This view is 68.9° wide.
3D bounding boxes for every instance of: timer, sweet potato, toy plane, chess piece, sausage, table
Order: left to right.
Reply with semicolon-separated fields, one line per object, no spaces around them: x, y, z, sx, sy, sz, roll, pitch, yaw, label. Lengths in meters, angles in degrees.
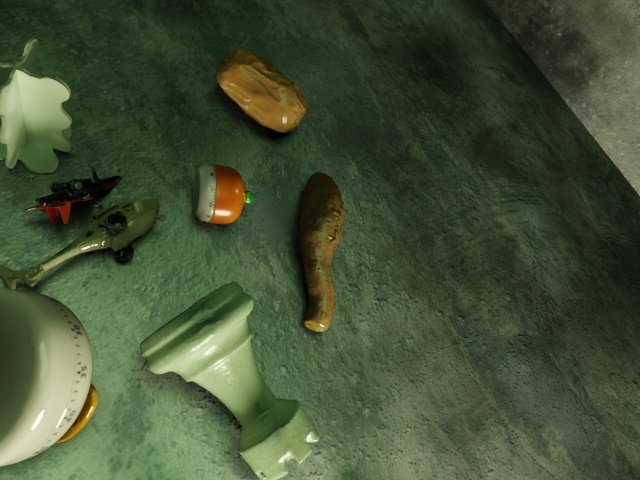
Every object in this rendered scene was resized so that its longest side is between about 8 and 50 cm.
-0.433;0.176;0.602;0.234;0.240;0.233;-3;77;15;timer
-0.525;-0.237;0.817;0.167;0.198;0.166;12;58;-20;table
-0.437;-0.095;0.858;0.189;0.130;0.061;-59;139;-51;toy plane
-0.404;-0.002;0.821;0.108;0.092;0.286;30;49;19;toy plane
-0.198;-0.096;0.967;0.136;0.099;0.136;6;72;-20;timer
-0.135;0.236;0.768;0.195;0.195;0.299;-35;91;-37;chess piece
-0.144;-0.366;1.138;0.241;0.120;0.136;40;41;0;sausage
0.000;0.000;1.008;0.109;0.109;0.384;13;57;-20;sweet potato
